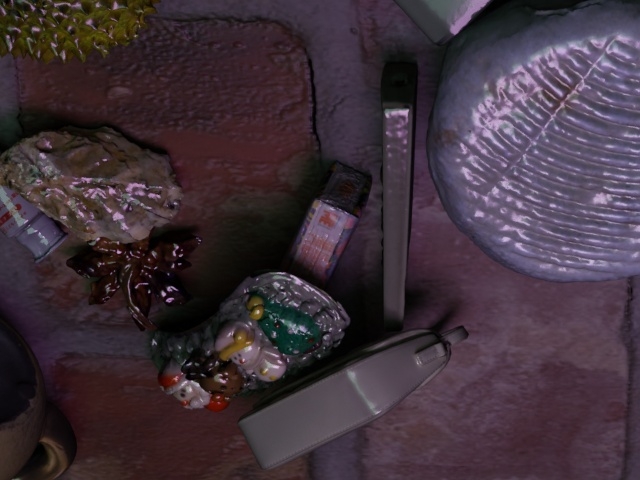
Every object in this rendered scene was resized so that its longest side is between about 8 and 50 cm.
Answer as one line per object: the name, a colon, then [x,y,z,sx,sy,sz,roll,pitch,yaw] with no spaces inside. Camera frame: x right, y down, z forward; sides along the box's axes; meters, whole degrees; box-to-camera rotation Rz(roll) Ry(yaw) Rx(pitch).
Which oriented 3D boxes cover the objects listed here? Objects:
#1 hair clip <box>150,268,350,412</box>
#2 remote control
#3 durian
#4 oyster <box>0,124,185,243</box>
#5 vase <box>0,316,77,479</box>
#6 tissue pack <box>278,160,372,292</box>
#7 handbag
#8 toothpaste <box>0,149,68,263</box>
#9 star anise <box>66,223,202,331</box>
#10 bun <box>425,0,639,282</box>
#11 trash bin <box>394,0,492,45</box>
hair clip: [-0.094,0.130,2.044,0.138,0.091,0.321,35,149,-14]
remote control: [0.080,-0.043,1.993,0.038,0.123,0.285,3,120,4]
durian: [-0.293,-0.298,1.842,0.291,0.224,0.291,5,117,11]
oyster: [-0.256,-0.070,2.026,0.209,0.072,0.133,32,94,1]
vase: [-0.442,0.230,2.163,0.329,0.241,0.302,22,134,-35]
tissue pack: [0.000,0.000,2.030,0.060,0.108,0.148,24,119,-1]
handbag: [0.045,0.160,2.053,0.256,0.219,0.079,-31,87,45]
toothpaste: [-0.381,-0.077,2.072,0.089,0.057,0.234,-37,100,21]
star anise: [-0.212,0.023,2.100,0.168,0.057,0.168,2,108,7]
bun: [0.274,-0.124,1.882,0.354,0.194,0.354,-1,124,-2]
trash bin: [0.078,-0.392,1.788,0.343,0.158,0.223,42,114,-14]
